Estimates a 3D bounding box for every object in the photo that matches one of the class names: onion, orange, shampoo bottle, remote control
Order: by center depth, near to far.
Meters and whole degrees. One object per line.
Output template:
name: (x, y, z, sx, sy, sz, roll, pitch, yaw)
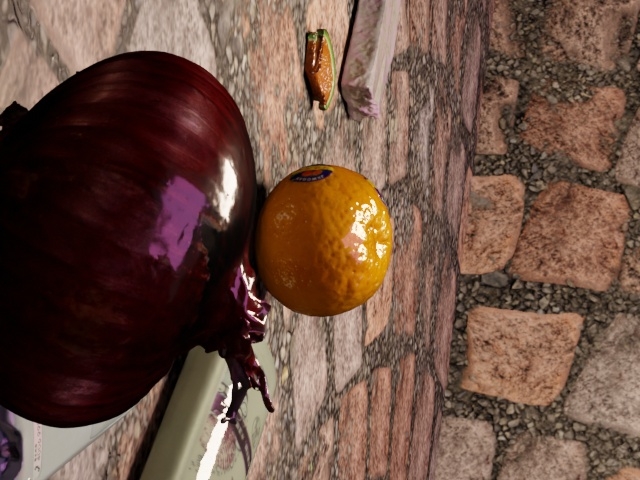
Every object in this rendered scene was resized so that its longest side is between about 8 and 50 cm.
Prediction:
onion: (-0.120, 0.011, 1.112, 0.273, 0.285, 0.273, -56, -169, 17)
remote control: (-0.194, 0.124, 1.289, 0.293, 0.051, 0.103, -37, 129, -72)
shampoo bottle: (-0.119, 0.239, 1.555, 0.359, 0.078, 0.134, -73, 150, -48)
orange: (0.002, 0.000, 1.873, 0.177, 0.155, 0.177, -5, 90, -76)

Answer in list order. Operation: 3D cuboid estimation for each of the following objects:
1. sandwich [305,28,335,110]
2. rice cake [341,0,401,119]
sandwich: (-0.002, -0.223, 2.093, 0.101, 0.026, 0.069, 74, 27, -47)
rice cake: (0.078, -0.310, 2.357, 0.106, 0.050, 0.298, 71, 25, -56)
